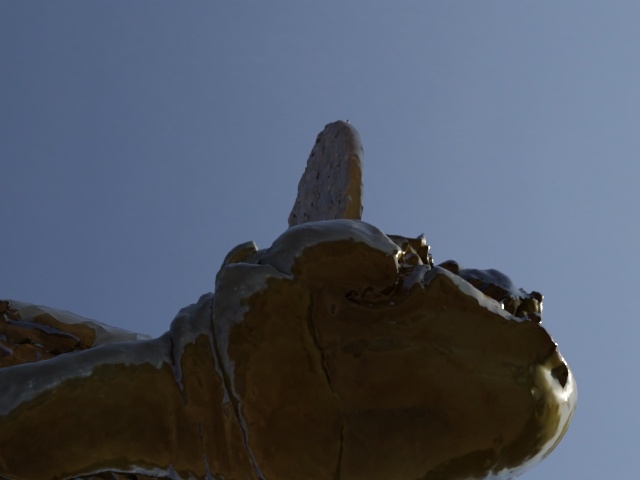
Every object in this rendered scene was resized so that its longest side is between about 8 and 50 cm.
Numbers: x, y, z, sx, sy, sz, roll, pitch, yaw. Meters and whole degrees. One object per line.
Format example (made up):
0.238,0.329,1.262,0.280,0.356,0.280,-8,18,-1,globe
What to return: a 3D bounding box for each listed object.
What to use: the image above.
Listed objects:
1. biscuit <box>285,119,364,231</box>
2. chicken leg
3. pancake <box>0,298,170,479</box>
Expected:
0.000,0.000,1.087,0.020,0.152,0.152,12,-80,-13,biscuit
-0.024,0.047,0.625,0.228,0.088,0.103,-4,-94,-6,chicken leg
-0.136,0.201,0.871,0.382,0.071,0.382,4,-76,18,pancake
